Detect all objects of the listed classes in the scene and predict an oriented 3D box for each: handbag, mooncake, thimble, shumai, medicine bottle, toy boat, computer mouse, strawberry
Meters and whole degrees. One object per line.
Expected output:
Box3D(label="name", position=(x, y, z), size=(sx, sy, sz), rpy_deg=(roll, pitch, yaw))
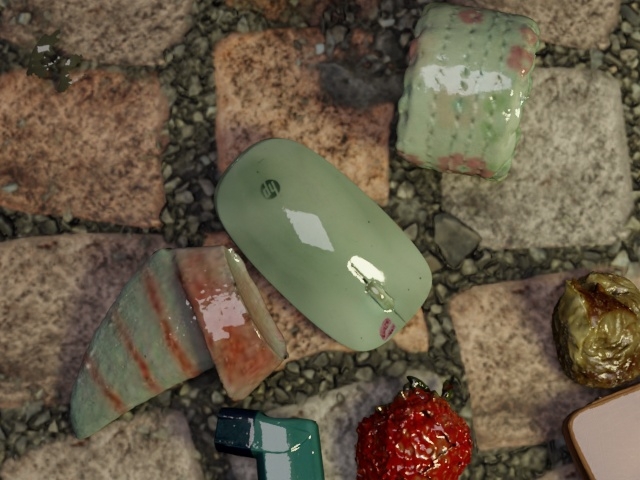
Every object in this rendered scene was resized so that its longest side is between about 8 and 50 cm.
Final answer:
Box3D(label="handbag", position=(0.396, 0.238, 1.898), size=(0.193, 0.072, 0.151), rpy_deg=(-22, 80, -3))
Box3D(label="mooncake", position=(-0.258, -0.094, 1.999), size=(0.347, 0.057, 0.150), rpy_deg=(44, 72, 2))
Box3D(label="thimble", position=(0.175, -0.172, 1.926), size=(0.149, 0.185, 0.211), rpy_deg=(12, 116, 7))
Box3D(label="shumai", position=(0.336, 0.106, 1.909), size=(0.123, 0.105, 0.139), rpy_deg=(4, 89, 6))
Box3D(label="medicine bottle", position=(-0.050, 0.318, 1.902), size=(0.124, 0.079, 0.258), rpy_deg=(-9, 81, 2))
Box3D(label="toy boat", position=(-0.198, 0.132, 1.938), size=(0.282, 0.096, 0.206), rpy_deg=(-30, 90, 14))
Box3D(label="computer mouse", position=(-0.001, -0.002, 1.944), size=(0.288, 0.097, 0.159), rpy_deg=(44, 83, 9))
Box3D(label="strawberry", position=(0.104, 0.254, 1.903), size=(0.192, 0.085, 0.140), rpy_deg=(-43, 83, -3))
